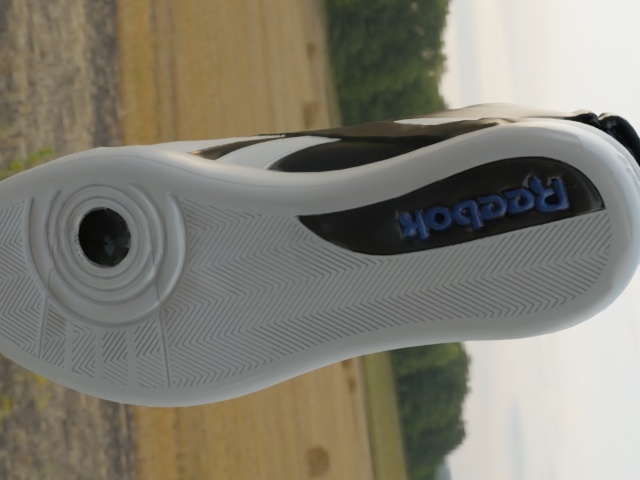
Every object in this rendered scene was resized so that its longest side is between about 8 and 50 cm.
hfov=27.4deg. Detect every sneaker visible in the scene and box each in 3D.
[{"bbox_3d":[0.000,0.000,0.432,0.121,0.217,0.079,-29,114,-70],"label":"sneaker"}]
